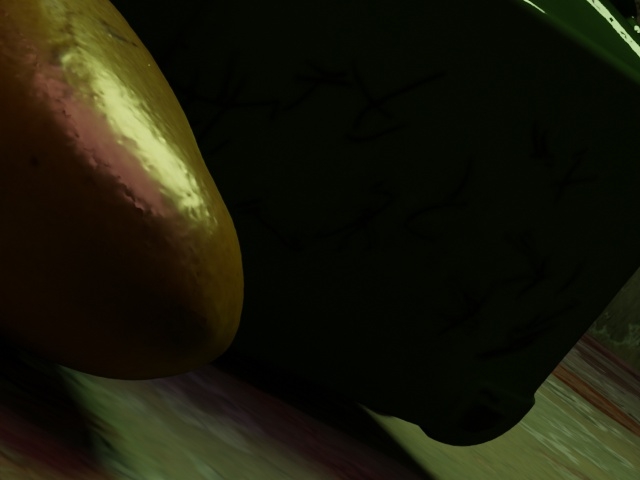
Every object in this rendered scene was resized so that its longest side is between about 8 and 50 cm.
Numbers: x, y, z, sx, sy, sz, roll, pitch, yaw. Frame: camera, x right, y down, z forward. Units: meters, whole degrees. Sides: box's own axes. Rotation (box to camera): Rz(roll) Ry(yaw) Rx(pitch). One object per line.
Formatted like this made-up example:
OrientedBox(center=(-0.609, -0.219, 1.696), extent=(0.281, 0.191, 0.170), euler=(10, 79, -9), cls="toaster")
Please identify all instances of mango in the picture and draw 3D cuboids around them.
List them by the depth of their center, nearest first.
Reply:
OrientedBox(center=(-0.097, -0.030, 0.585), extent=(0.219, 0.112, 0.145), euler=(42, 3, 42), cls="mango")

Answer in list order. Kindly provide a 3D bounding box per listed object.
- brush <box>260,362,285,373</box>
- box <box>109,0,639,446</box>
OrientedBox(center=(0.004, 0.067, 0.916), extent=(0.051, 0.014, 0.164), euler=(30, 4, 25), cls="brush")
OrientedBox(center=(0.016, -0.058, 0.816), extent=(0.328, 0.253, 0.178), euler=(24, 18, -37), cls="box")
